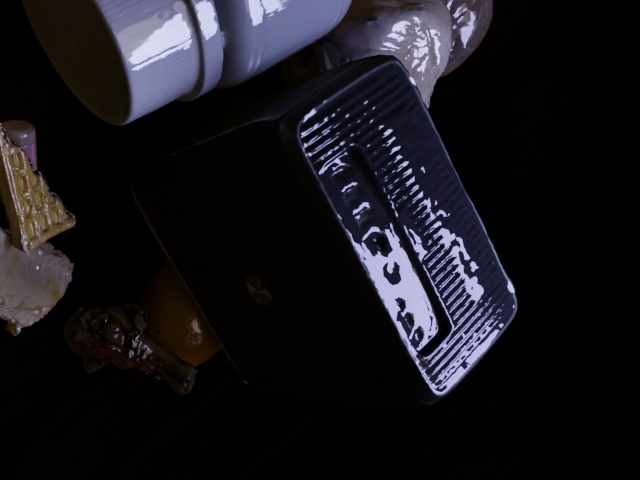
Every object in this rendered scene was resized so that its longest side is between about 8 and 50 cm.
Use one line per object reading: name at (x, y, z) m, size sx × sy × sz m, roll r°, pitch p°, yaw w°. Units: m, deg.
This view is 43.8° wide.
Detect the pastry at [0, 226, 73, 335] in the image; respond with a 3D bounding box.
pastry at (-0.384, 0.020, 0.915) m, size 0.121 × 0.089 × 0.258 m, roll -65°, pitch 159°, yaw -18°

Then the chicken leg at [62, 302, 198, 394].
chicken leg at (-0.270, 0.151, 1.146) m, size 0.080 × 0.196 × 0.125 m, roll -79°, pitch 180°, yaw -56°

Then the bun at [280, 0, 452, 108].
bun at (0.051, -0.272, 1.147) m, size 0.205 × 0.281 × 0.281 m, roll -11°, pitch 126°, yaw -46°

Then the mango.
mango at (-0.187, 0.082, 1.259) m, size 0.254 × 0.139 × 0.175 m, roll -60°, pitch 162°, yaw -15°

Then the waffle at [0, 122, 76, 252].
waffle at (-0.323, -0.070, 0.893) m, size 0.097 × 0.023 × 0.153 m, roll -50°, pitch 139°, yaw -59°

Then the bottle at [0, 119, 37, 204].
bottle at (-0.346, -0.087, 0.910) m, size 0.045 × 0.045 × 0.096 m, roll -27°, pitch 137°, yaw -48°

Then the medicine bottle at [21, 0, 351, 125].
medicine bottle at (-0.138, -0.280, 0.855) m, size 0.306 × 0.245 × 0.245 m, roll -37°, pitch 146°, yaw -26°

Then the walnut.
walnut at (0.218, -0.395, 1.467) m, size 0.230 × 0.178 × 0.178 m, roll -56°, pitch 156°, yaw 18°

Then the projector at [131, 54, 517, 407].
projector at (0.000, 0.000, 1.055) m, size 0.242 × 0.405 × 0.395 m, roll -38°, pitch 107°, yaw -35°
